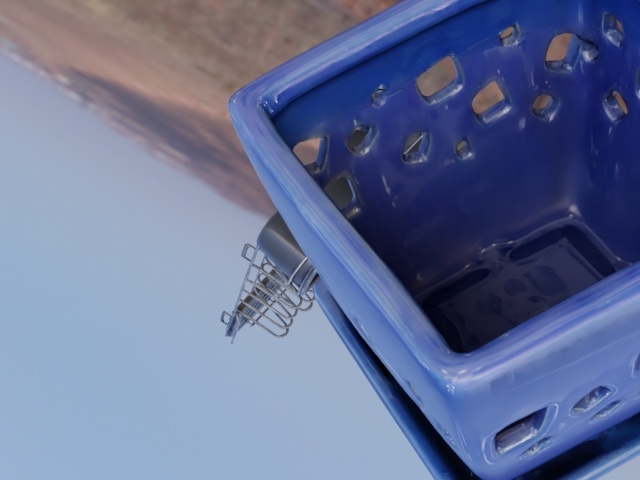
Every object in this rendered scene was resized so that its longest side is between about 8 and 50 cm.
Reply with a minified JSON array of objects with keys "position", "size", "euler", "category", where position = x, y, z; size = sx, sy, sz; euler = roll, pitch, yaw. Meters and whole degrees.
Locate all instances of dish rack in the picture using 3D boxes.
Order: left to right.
[{"position":[0.000,0.000,1.365],"size":[0.074,0.208,0.271],"euler":[40,152,8],"category":"dish rack"}]

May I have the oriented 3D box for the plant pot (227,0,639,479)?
[{"position":[0.116,0.006,0.791],"size":[0.236,0.236,0.212],"euler":[54,166,37],"category":"plant pot"}]
